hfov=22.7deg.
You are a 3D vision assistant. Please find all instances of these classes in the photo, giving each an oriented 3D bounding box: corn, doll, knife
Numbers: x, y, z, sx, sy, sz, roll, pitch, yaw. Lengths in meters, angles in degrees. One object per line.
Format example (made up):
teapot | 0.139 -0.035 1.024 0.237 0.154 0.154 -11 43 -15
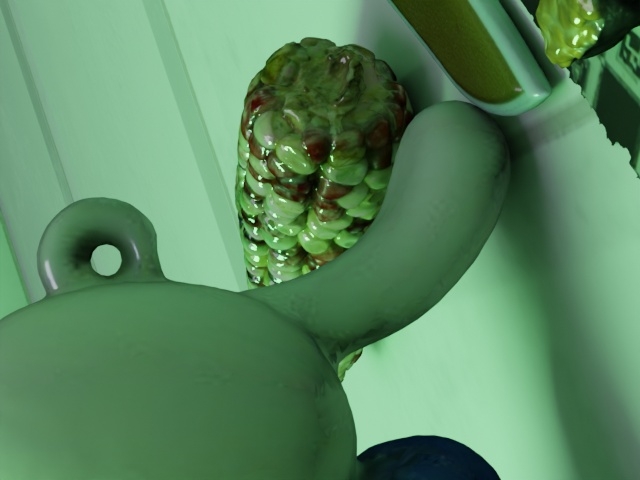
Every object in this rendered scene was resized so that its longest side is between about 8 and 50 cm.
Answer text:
corn | 0.000 0.000 0.871 0.280 0.092 0.092 92 154 -54
doll | -0.046 0.157 0.681 0.187 0.376 0.365 -4 -107 -83
knife | 0.017 -0.160 0.758 0.061 0.027 0.343 96 151 -44

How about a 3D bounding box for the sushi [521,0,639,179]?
sushi | 0.102 -0.099 0.548 0.201 0.031 0.139 97 149 -54
